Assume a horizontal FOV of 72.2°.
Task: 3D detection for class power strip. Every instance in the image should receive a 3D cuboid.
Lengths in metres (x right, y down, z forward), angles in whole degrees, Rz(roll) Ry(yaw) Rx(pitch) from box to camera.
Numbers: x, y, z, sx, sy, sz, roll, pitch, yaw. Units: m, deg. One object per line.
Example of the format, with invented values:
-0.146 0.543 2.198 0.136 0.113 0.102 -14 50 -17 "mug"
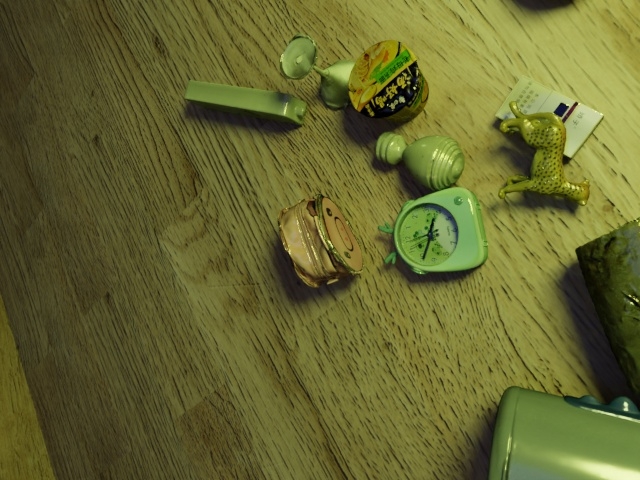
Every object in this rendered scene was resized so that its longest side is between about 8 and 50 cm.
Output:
-0.192 -0.356 1.130 0.385 0.091 0.062 18 96 30 "power strip"

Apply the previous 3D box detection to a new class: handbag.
0.001 -0.001 0.958 0.116 0.179 0.205 -26 77 22 "handbag"

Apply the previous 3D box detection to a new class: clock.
0.218 -0.012 0.883 0.210 0.066 0.159 -11 83 32 "clock"

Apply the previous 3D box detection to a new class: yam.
0.505 0.110 0.646 0.168 0.168 0.304 -21 78 30 "yam"

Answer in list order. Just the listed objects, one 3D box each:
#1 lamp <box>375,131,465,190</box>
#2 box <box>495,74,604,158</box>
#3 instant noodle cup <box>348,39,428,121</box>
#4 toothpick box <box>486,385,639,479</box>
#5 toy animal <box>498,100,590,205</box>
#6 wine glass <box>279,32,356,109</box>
0.199 -0.167 0.884 0.193 0.106 0.106 27 103 40 "lamp"
0.405 -0.220 0.785 0.154 0.040 0.084 41 110 26 "box"
0.148 -0.311 0.901 0.151 0.122 0.152 -2 87 30 "instant noodle cup"
0.444 0.356 0.638 0.354 0.263 0.263 5 92 29 "toothpick box"
0.385 -0.151 0.752 0.136 0.073 0.181 7 110 40 "toy animal"
0.003 -0.369 0.955 0.122 0.183 0.122 -2 87 32 "wine glass"
